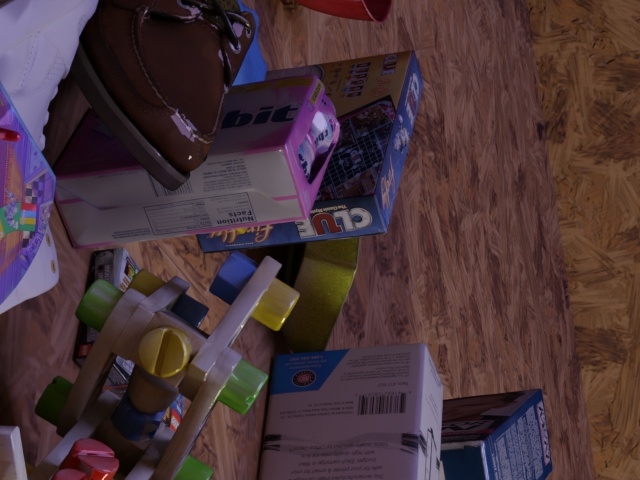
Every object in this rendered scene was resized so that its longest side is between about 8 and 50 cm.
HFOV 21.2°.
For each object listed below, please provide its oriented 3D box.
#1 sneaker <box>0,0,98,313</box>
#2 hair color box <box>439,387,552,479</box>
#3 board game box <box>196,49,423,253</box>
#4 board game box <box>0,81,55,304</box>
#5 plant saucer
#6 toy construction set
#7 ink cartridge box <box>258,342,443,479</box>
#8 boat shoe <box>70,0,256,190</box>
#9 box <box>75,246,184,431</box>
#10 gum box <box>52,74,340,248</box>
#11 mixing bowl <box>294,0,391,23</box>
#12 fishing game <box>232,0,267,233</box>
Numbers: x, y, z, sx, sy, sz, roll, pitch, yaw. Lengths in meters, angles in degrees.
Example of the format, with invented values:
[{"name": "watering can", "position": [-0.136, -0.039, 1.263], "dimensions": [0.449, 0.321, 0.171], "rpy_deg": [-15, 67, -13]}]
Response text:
[{"name": "sneaker", "position": [-0.198, -0.060, 1.010], "dimensions": [0.292, 0.108, 0.169], "rpy_deg": [-58, 140, -50]}, {"name": "hair color box", "position": [0.132, 0.241, 1.831], "dimensions": [0.347, 0.174, 0.105], "rpy_deg": [-11, 93, -73]}, {"name": "board game box", "position": [-0.006, -0.082, 1.519], "dimensions": [0.243, 0.165, 0.042], "rpy_deg": [-72, 151, -53]}, {"name": "board game box", "position": [-0.187, -0.026, 0.879], "dimensions": [0.133, 0.033, 0.168], "rpy_deg": [-54, 137, -31]}, {"name": "plant saucer", "position": [0.000, 0.000, 1.613], "dimensions": [0.188, 0.045, 0.188], "rpy_deg": [110, -10, -53]}, {"name": "toy construction set", "position": [-0.141, 0.126, 0.970], "dimensions": [0.215, 0.151, 0.328], "rpy_deg": [-58, 164, 24]}, {"name": "ink cartridge box", "position": [0.028, 0.203, 1.549], "dimensions": [0.086, 0.148, 0.203], "rpy_deg": [65, 26, -51]}, {"name": "boat shoe", "position": [-0.104, -0.143, 1.166], "dimensions": [0.110, 0.104, 0.307], "rpy_deg": [49, 11, -30]}, {"name": "box", "position": [-0.136, 0.081, 1.267], "dimensions": [0.137, 0.027, 0.094], "rpy_deg": [62, 26, -50]}, {"name": "gum box", "position": [-0.084, -0.058, 1.214], "dimensions": [0.107, 0.188, 0.062], "rpy_deg": [-70, 149, -54]}, {"name": "mixing bowl", "position": [0.003, -0.305, 1.748], "dimensions": [0.181, 0.098, 0.181], "rpy_deg": [-6, 90, -74]}, {"name": "fishing game", "position": [-0.088, -0.143, 1.396], "dimensions": [0.189, 0.041, 0.264], "rpy_deg": [33, 55, -66]}]
